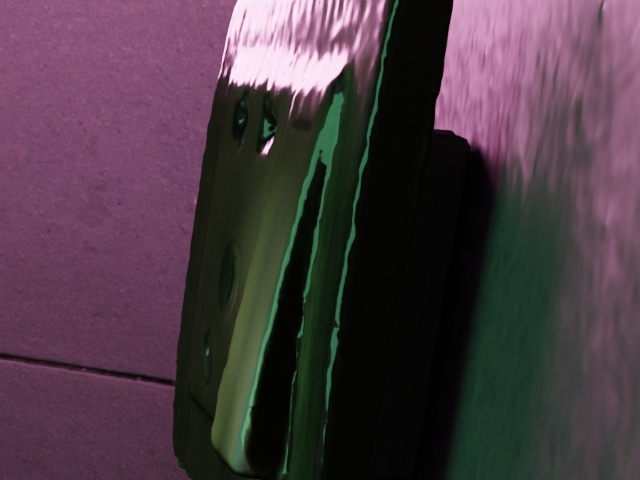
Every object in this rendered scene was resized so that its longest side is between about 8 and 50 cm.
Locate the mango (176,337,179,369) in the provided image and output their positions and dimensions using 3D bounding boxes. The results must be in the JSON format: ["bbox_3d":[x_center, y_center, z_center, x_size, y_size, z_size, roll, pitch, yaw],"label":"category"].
[{"bbox_3d":[-0.048,0.100,0.833,0.191,0.086,0.122,-125,21,-45],"label":"mango"}]

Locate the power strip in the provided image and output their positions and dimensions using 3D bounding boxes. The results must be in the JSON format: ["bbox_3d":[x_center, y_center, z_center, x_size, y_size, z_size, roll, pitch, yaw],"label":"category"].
[{"bbox_3d":[0.002,0.010,0.584,0.251,0.092,0.257,-145,65,-76],"label":"power strip"}]
